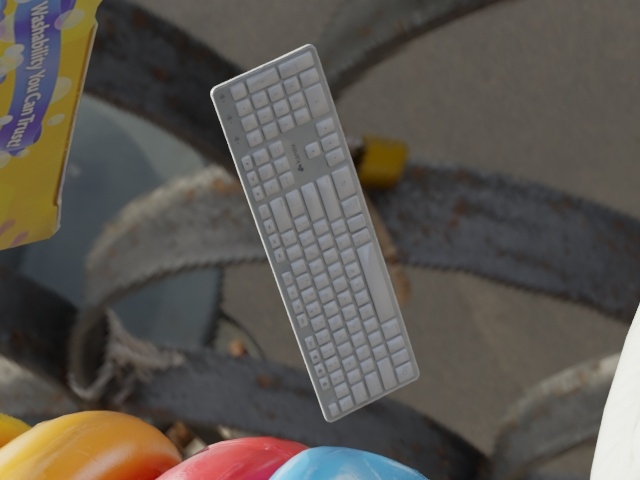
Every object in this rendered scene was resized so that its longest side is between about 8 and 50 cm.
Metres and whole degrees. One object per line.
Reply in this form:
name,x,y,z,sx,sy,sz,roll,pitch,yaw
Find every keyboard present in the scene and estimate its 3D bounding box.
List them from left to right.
keyboard,0.000,0.000,1.274,0.072,0.256,0.014,-23,29,-8

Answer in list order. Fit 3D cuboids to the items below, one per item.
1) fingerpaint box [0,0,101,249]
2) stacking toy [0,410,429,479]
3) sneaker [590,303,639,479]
fingerpaint box,-0.211,-0.243,0.797,0.163,0.445,0.371,-14,66,-22
stacking toy,-0.125,0.093,0.498,0.302,0.175,0.165,19,72,20
sneaker,0.213,-0.011,0.397,0.236,0.130,0.322,29,61,2
